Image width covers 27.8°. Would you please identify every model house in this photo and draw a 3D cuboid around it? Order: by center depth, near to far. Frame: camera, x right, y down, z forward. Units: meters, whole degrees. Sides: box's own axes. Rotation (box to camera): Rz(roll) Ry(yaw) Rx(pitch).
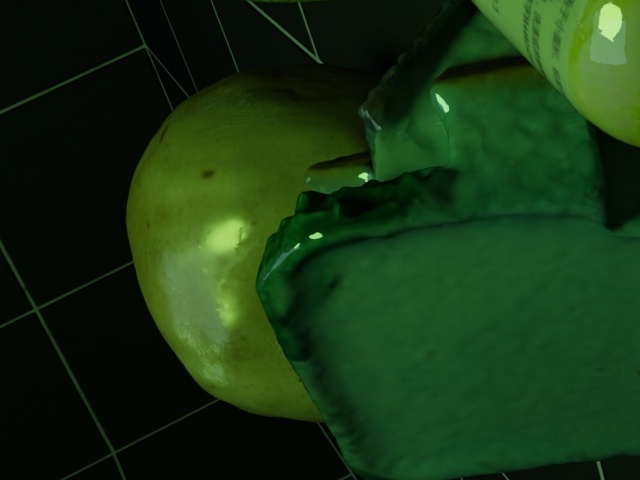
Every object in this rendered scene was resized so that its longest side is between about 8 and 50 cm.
[{"bbox_3d":[0.099,-0.032,0.751,0.280,0.230,0.249,67,-164,-51],"label":"model house"}]

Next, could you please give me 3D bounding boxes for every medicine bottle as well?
[{"bbox_3d":[0.154,-0.091,0.525,0.212,0.121,0.122,55,168,40],"label":"medicine bottle"}]

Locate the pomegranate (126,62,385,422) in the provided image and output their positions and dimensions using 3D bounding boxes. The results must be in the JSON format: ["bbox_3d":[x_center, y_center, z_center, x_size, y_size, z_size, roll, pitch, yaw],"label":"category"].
[{"bbox_3d":[0.000,0.000,1.092,0.333,0.332,0.332,60,170,18],"label":"pomegranate"}]

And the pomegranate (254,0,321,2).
[{"bbox_3d":[-0.090,-0.297,0.795,0.358,0.216,0.309,17,175,32],"label":"pomegranate"}]

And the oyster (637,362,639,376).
[{"bbox_3d":[0.242,0.106,0.602,0.204,0.111,0.396,58,170,26],"label":"oyster"}]
